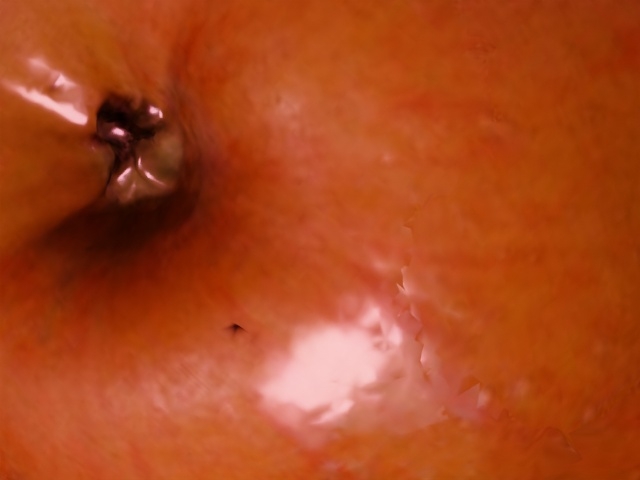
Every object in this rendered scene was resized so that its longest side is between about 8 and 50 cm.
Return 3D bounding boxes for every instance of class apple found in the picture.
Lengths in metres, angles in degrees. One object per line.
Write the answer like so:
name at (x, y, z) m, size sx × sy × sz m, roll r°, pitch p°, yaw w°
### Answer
apple at (-0.004, -0.034, 0.749) m, size 0.400 × 0.333 × 0.400 m, roll 3°, pitch 103°, yaw 14°
